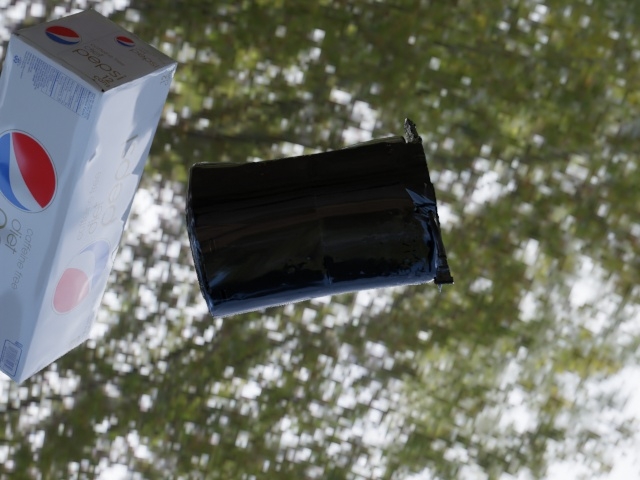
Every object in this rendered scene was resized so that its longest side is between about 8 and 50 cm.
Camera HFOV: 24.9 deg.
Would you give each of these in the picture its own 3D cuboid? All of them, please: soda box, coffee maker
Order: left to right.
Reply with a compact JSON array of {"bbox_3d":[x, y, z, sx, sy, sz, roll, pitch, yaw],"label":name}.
[{"bbox_3d":[-0.159,-0.024,0.861,0.069,0.216,0.074,33,-147,16],"label":"soda box"},{"bbox_3d":[-0.006,-0.014,1.050,0.178,0.120,0.171,-11,-174,1],"label":"coffee maker"}]
